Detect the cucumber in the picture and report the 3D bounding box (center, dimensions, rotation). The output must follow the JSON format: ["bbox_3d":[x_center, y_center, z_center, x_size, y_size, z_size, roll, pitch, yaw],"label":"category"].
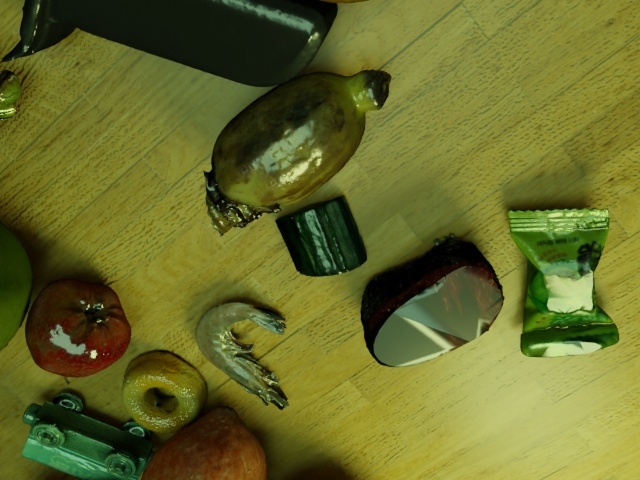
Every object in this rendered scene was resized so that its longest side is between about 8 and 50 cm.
[{"bbox_3d":[0.000,0.000,0.978,0.117,0.062,0.115,-18,105,9],"label":"cucumber"}]

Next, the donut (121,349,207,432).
[{"bbox_3d":[-0.274,0.267,1.105,0.152,0.058,0.151,1,113,2],"label":"donut"}]

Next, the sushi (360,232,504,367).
[{"bbox_3d":[0.163,0.099,0.975,0.225,0.126,0.136,-34,104,9],"label":"sushi"}]

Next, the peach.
[{"bbox_3d":[-0.191,0.391,1.078,0.233,0.232,0.232,1,111,4],"label":"peach"}]

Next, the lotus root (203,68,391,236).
[{"bbox_3d":[-0.039,-0.136,0.871,0.314,0.169,0.141,-35,81,14],"label":"lotus root"}]

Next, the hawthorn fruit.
[{"bbox_3d":[-0.407,0.156,1.035,0.162,0.162,0.203,45,125,-13],"label":"hawthorn fruit"}]

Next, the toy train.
[{"bbox_3d":[-0.412,0.374,1.140,0.248,0.101,0.159,24,120,-6],"label":"toy train"}]

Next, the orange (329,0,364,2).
[{"bbox_3d":[0.030,-0.402,0.710,0.275,0.274,0.274,1,111,4],"label":"orange"}]

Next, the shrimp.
[{"bbox_3d":[-0.104,0.187,1.067,0.152,0.046,0.219,-37,104,20],"label":"shrimp"}]

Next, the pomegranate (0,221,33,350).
[{"bbox_3d":[-0.584,0.025,0.916,0.358,0.310,0.216,52,119,22],"label":"pomegranate"}]

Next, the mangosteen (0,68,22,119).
[{"bbox_3d":[-0.520,-0.202,0.892,0.180,0.166,0.166,18,114,-31],"label":"mangosteen"}]

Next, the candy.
[{"bbox_3d":[0.369,0.060,0.971,0.149,0.069,0.246,-8,116,12],"label":"candy"}]

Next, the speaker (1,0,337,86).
[{"bbox_3d":[-0.188,-0.277,0.828,0.389,0.180,0.184,17,118,-2],"label":"speaker"}]
